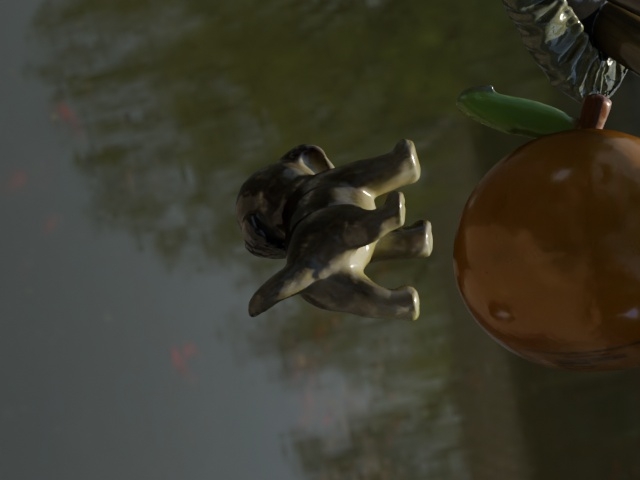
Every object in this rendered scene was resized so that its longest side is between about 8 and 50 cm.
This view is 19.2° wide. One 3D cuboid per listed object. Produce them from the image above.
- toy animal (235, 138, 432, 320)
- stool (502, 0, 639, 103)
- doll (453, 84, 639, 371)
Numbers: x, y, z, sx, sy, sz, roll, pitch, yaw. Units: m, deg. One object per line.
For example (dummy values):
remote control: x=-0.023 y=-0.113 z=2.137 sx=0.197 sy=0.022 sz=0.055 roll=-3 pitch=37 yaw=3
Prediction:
toy animal: x=0.013 y=-0.006 z=1.636 sx=0.233 sy=0.169 sz=0.121 roll=-101 pitch=180 yaw=-67
stool: x=0.369 y=-0.302 z=1.974 sx=0.310 sy=0.226 sz=0.310 roll=-58 pitch=139 yaw=-13
doll: x=0.208 y=-0.020 z=1.480 sx=0.213 sy=0.213 sz=0.236 roll=45 pitch=43 yaw=-65
